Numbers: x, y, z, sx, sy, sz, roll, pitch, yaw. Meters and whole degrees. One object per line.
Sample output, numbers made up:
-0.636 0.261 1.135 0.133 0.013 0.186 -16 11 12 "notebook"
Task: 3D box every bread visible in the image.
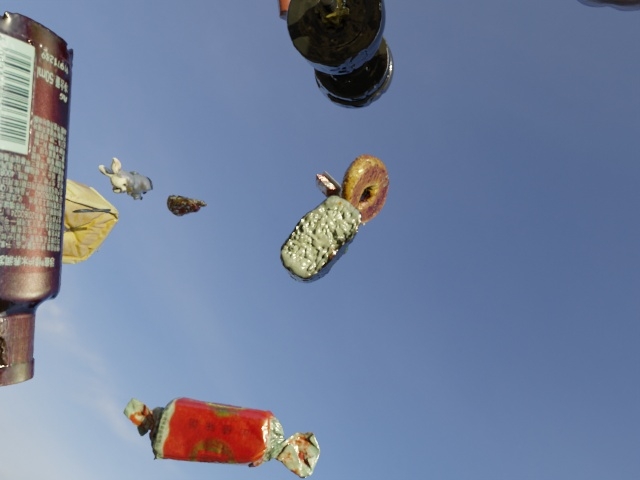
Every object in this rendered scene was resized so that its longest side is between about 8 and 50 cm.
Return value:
-0.605 -0.047 1.158 0.110 0.210 0.192 41 -80 23 "bread"
0.114 -0.137 1.324 0.064 0.193 0.193 22 -49 37 "bread"

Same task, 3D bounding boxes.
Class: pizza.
-0.358 -0.088 1.276 0.100 0.099 0.029 -19 -114 21 "pizza"

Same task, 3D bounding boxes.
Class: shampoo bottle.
-0.293 -0.036 0.453 0.084 0.129 0.322 0 -93 18 "shampoo bottle"

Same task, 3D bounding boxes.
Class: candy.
-0.145 0.272 0.700 0.292 0.086 0.059 5 -18 7 "candy"

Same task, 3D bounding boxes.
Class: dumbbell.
0.052 -0.394 1.011 0.185 0.388 0.185 -1 -92 13 "dumbbell"

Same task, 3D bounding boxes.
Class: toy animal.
-0.511 -0.157 1.314 0.071 0.124 0.085 -15 -103 29 "toy animal"

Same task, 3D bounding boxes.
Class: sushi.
0.000 0.000 1.192 0.124 0.225 0.127 39 -6 9 "sushi"

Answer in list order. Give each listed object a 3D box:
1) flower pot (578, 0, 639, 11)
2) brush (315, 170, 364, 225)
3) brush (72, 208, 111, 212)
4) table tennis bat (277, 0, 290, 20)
0.415 -0.459 0.649 0.265 0.243 0.265 7 -17 2 "flower pot"
0.058 -0.141 1.600 0.321 0.050 0.060 -130 -142 -53 "brush"
-0.486 -0.064 1.060 0.024 0.083 0.008 -12 -93 40 "brush"
-0.118 -0.793 1.361 0.051 0.268 0.414 127 -46 -74 "table tennis bat"
